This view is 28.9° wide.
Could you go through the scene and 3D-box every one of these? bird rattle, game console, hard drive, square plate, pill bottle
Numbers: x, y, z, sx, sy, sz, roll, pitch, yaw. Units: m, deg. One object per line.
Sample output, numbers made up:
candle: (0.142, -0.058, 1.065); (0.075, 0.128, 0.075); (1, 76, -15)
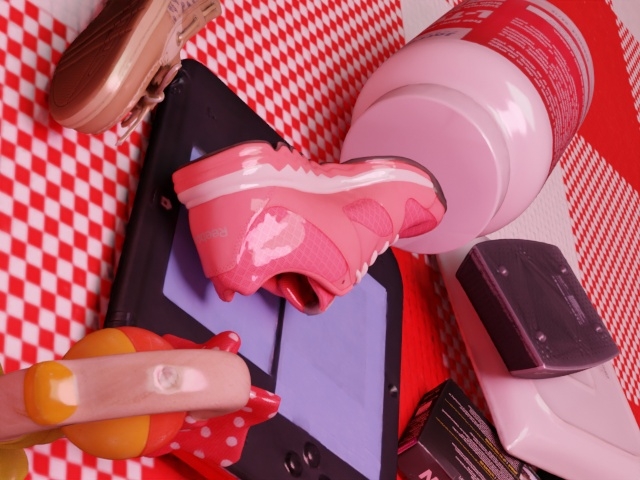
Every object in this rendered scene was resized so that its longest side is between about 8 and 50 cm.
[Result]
bird rattle: (-0.128, 0.107, 0.773); (0.253, 0.207, 0.143); (9, 75, -29)
game console: (-0.041, 0.062, 1.103); (0.342, 0.060, 0.387); (46, 33, -35)
hard drive: (0.250, 0.081, 1.427); (0.254, 0.054, 0.172); (1, 57, -59)
square plate: (0.283, 0.142, 1.528); (0.344, 0.049, 0.347); (28, 36, -42)
pill bottle: (0.171, -0.139, 1.432); (0.229, 0.229, 0.408); (63, 29, -11)

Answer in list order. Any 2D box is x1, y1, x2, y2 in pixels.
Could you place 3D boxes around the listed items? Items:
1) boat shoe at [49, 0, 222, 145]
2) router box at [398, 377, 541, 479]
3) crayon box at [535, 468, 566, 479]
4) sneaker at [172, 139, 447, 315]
boat shoe: (-0.141, -0.166, 1.047); (0.089, 0.104, 0.285); (51, 33, -24)
router box: (0.163, 0.250, 1.310); (0.179, 0.046, 0.133); (49, 31, -4)
crayon box: (0.283, 0.405, 1.419); (0.323, 0.083, 0.203); (-31, 99, -60)
sneaker: (-0.001, 0.000, 1.090); (0.313, 0.116, 0.136); (2, 75, -47)
